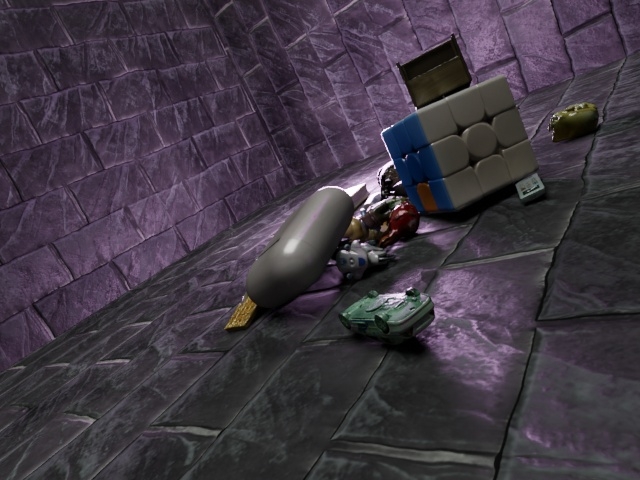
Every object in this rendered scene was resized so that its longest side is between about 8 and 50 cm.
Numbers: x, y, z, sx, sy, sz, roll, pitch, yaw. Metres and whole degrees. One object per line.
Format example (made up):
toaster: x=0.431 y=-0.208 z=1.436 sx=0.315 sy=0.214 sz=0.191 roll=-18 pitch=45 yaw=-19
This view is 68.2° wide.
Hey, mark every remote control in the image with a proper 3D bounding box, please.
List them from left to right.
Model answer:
remote control: x=0.545 y=-0.136 z=1.225 sx=0.065 sy=0.029 sz=0.166 roll=-28 pitch=11 yaw=25

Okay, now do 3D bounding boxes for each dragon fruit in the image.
dragon fruit: x=0.227 y=-0.030 z=1.352 sx=0.094 sy=0.094 sz=0.191 roll=-8 pitch=44 yaw=54

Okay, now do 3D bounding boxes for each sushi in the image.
sushi: x=0.350 y=-0.291 z=2.005 sx=0.224 sy=0.124 sz=0.127 roll=-27 pitch=13 yaw=-1

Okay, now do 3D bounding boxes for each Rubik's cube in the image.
Rubik's cube: x=0.396 y=-0.266 z=1.392 sx=0.291 sy=0.292 sz=0.290 roll=-27 pitch=6 yaw=-10

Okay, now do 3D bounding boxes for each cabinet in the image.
cabinet: x=0.343 y=-0.487 z=1.419 sx=0.174 sy=0.148 sz=0.215 roll=-23 pitch=3 yaw=17

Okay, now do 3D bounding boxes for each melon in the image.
melon: x=0.178 y=-0.030 z=1.520 sx=0.097 sy=0.054 sz=0.182 roll=-10 pitch=14 yaw=1

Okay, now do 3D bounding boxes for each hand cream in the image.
hand cream: x=0.217 y=-0.160 z=1.930 sx=0.079 sy=0.048 sz=0.255 roll=-16 pitch=12 yaw=20

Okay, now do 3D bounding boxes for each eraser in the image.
eraser: x=0.115 y=-0.177 z=2.133 sx=0.157 sy=0.069 sz=0.226 roll=-19 pitch=14 yaw=34

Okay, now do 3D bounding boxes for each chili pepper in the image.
chili pepper: x=0.248 y=-0.113 z=1.615 sx=0.203 sy=0.072 sz=0.073 roll=-22 pitch=12 yaw=21

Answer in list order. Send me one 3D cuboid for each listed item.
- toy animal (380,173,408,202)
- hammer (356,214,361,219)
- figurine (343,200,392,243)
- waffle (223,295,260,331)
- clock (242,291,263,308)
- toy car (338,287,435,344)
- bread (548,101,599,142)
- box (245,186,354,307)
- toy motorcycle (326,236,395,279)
toy animal: x=0.328 y=-0.183 z=1.786 sx=0.209 sy=0.121 sz=0.117 roll=-4 pitch=-25 yaw=20
hammer: x=0.050 y=-0.034 z=1.767 sx=0.365 sy=0.044 sz=0.111 roll=-26 pitch=12 yaw=-7
figurine: x=0.128 y=-0.046 z=1.441 sx=0.196 sy=0.114 sz=0.108 roll=-37 pitch=2 yaw=6
waffle: x=-0.209 y=0.198 z=1.329 sx=0.092 sy=0.021 sz=0.135 roll=-18 pitch=28 yaw=35
clock: x=-0.134 y=0.140 z=1.456 sx=0.234 sy=0.029 sz=0.235 roll=-25 pitch=13 yaw=6
toy car: x=0.118 y=0.141 z=0.863 sx=0.090 sy=0.076 sz=0.224 roll=-33 pitch=7 yaw=-24
bread: x=0.826 y=-0.379 z=1.517 sx=0.156 sy=0.103 sz=0.110 roll=-35 pitch=26 yaw=-15
box: x=-0.055 y=0.016 z=1.291 sx=0.288 sy=0.141 sz=0.349 roll=-35 pitch=18 yaw=49
toy motorcycle: x=0.092 y=0.042 z=1.280 sx=0.150 sy=0.102 sz=0.221 roll=-9 pitch=8 yaw=-23
